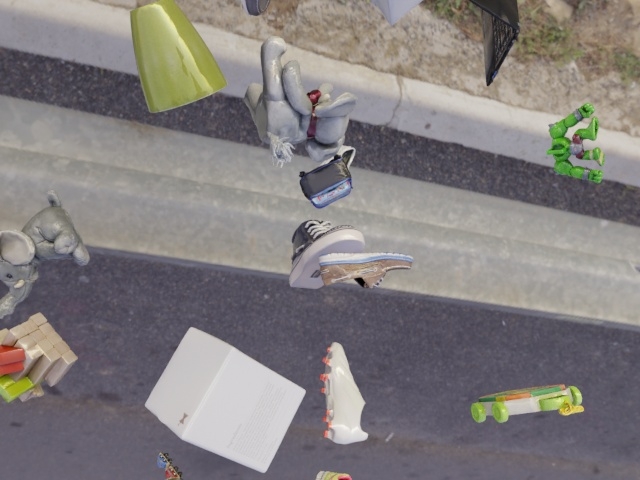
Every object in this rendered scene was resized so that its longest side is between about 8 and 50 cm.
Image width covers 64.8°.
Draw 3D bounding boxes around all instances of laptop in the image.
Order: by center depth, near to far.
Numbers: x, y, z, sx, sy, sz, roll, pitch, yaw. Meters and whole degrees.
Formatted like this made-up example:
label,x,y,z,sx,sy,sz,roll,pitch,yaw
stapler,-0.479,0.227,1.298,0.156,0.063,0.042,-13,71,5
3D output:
label,x,y,z,sx,sy,sz,roll,pitch,yaw
laptop,0.269,-0.447,0.897,0.136,0.235,0.264,1,166,1

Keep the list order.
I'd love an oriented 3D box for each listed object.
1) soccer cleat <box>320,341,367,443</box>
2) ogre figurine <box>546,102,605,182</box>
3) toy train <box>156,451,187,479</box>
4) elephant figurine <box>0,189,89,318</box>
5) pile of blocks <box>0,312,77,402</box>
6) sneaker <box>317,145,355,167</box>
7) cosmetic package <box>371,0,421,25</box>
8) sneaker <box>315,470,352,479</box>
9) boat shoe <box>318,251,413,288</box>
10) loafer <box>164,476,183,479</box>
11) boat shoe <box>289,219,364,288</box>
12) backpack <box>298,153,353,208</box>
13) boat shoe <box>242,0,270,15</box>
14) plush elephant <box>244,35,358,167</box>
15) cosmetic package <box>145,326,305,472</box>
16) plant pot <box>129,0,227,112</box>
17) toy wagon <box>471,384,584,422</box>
label,x,y,z,sx,sy,sz,roll,pitch,yaw
soccer cleat,0.043,0.277,0.924,0.076,0.196,0.068,9,133,-11
ogre figurine,0.659,-0.246,1.308,0.118,0.097,0.197,-1,128,44
toy train,-0.380,0.604,1.300,0.036,0.158,0.027,-5,116,-45
elephant figurine,-0.701,0.033,1.205,0.239,0.186,0.169,-26,141,-16
pile of blocks,-0.600,0.243,0.898,0.362,0.112,0.149,-16,100,27
sneaker,0.052,-0.270,1.915,0.091,0.258,0.094,-1,144,42
cosmetic package,0.192,-0.815,1.458,0.156,0.385,0.217,-37,87,11
sneaker,0.024,0.608,1.176,0.094,0.208,0.082,-12,101,15
boat shoe,0.087,0.057,0.950,0.183,0.066,0.066,-1,174,-9
loafer,-0.391,0.604,1.100,0.251,0.087,0.094,-43,116,-3
boat shoe,0.000,0.000,1.259,0.127,0.158,0.340,7,155,-23
backpack,0.020,-0.172,1.557,0.158,0.117,0.173,-26,175,-1
boat shoe,-0.085,-0.594,0.963,0.095,0.112,0.335,20,127,7
plush elephant,-0.036,-0.350,1.366,0.255,0.330,0.272,-6,157,-23
cosmetic package,-0.339,0.573,1.831,0.329,0.328,0.393,8,153,50
plant pot,-0.479,-0.598,1.608,0.274,0.275,0.294,-14,117,10
toy wagon,0.607,0.462,1.445,0.267,0.068,0.344,-6,162,-15
